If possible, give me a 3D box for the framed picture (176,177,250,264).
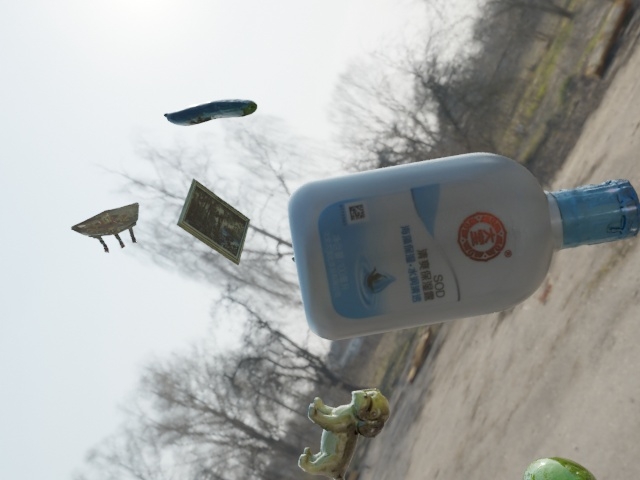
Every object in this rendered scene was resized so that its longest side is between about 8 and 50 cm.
[{"bbox_3d":[-0.242,-0.044,1.644,0.011,0.183,0.142,-25,40,38],"label":"framed picture"}]

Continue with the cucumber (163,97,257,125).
[{"bbox_3d":[-0.168,-0.199,1.086,0.036,0.184,0.033,-57,-49,-38],"label":"cucumber"}]

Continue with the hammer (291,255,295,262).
[{"bbox_3d":[0.000,0.000,1.646,0.182,0.062,0.017,-34,-38,-32],"label":"hammer"}]

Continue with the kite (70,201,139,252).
[{"bbox_3d":[-0.437,-0.019,1.493,0.141,0.015,0.245,-18,-14,-12],"label":"kite"}]

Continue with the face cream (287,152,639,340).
[{"bbox_3d":[0.142,-0.003,0.703,0.080,0.336,0.163,-97,-2,-86],"label":"face cream"}]

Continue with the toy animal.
[{"bbox_3d":[0.045,0.419,1.554,0.121,0.168,0.233,70,-136,-76],"label":"toy animal"}]

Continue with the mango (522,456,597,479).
[{"bbox_3d":[0.399,0.425,1.184,0.178,0.100,0.119,172,93,-73],"label":"mango"}]
